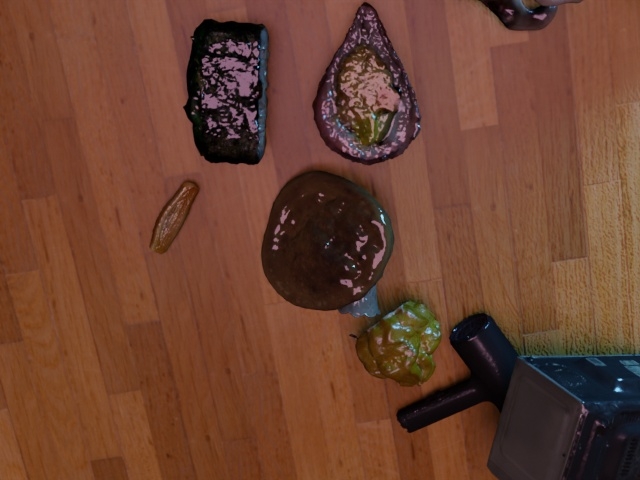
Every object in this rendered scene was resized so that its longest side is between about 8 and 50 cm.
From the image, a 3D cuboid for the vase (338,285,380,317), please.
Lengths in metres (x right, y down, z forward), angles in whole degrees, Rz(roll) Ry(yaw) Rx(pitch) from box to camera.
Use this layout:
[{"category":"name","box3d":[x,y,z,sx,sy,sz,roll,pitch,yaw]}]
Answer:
[{"category":"vase","box3d":[0.071,0.048,1.433,0.081,0.081,0.148,8,103,-1]}]

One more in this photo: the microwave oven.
[{"category":"microwave oven","box3d":[0.458,0.314,1.382,0.295,0.181,0.237,4,108,-28]}]

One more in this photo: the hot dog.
[{"category":"hot dog","box3d":[-0.251,-0.041,1.439,0.044,0.028,0.137,20,109,-31]}]

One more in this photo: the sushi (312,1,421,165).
[{"category":"sushi","box3d":[0.057,-0.235,1.338,0.161,0.107,0.241,-23,95,7]}]

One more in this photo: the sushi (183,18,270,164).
[{"category":"sushi","box3d":[-0.144,-0.231,1.336,0.127,0.124,0.225,2,111,1]}]

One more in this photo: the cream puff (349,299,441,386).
[{"category":"cream puff","box3d":[0.140,0.181,1.440,0.156,0.121,0.156,1,103,4]}]

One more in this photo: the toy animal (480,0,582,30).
[{"category":"toy animal","box3d":[0.267,-0.501,1.217,0.303,0.194,0.344,16,100,-9]}]

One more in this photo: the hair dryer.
[{"category":"hair dryer","box3d":[0.242,0.265,1.487,0.251,0.089,0.197,-32,102,16]}]

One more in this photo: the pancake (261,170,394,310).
[{"category":"pancake","box3d":[0.000,0.000,1.392,0.242,0.050,0.241,2,95,22]}]
